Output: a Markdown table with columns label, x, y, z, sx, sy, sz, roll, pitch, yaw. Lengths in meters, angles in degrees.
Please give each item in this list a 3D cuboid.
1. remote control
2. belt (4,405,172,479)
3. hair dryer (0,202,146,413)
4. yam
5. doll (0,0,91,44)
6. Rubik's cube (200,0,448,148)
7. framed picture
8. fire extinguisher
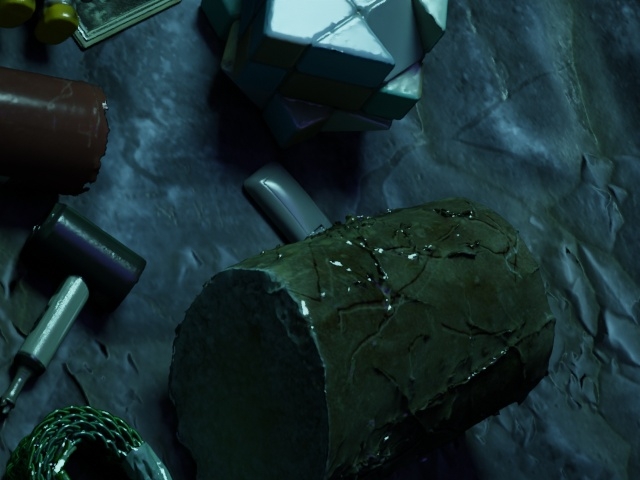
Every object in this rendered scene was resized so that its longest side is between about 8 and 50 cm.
| label | x | y | z | sx | sy | sz | roll | pitch | yaw |
| --- | --- | --- | --- | --- | --- | --- | --- | --- | --- |
| remote control | 0.000 | 0.000 | 1.887 | 0.184 | 0.027 | 0.050 | 50 | 51 | -3 |
| belt | -0.184 | 0.206 | 1.614 | 0.151 | 0.079 | 0.121 | 41 | 49 | -10 |
| hair dryer | -0.235 | 0.066 | 1.679 | 0.100 | 0.057 | 0.198 | 34 | 56 | -13 |
| yam | 0.042 | 0.102 | 1.730 | 0.348 | 0.241 | 0.241 | -22 | 79 | -42 |
| doll | -0.254 | -0.342 | 1.834 | 0.145 | 0.103 | 0.316 | 7 | 69 | -14 |
| Rubik's cube | 0.004 | -0.232 | 1.908 | 0.224 | 0.213 | 0.265 | 12 | 69 | -13 |
| framed picture | -0.233 | -0.285 | 1.892 | 0.142 | 0.011 | 0.183 | -33 | 87 | -42 |
| fire extinguisher | -0.354 | -0.091 | 1.653 | 0.337 | 0.106 | 0.147 | 8 | 86 | -30 |
